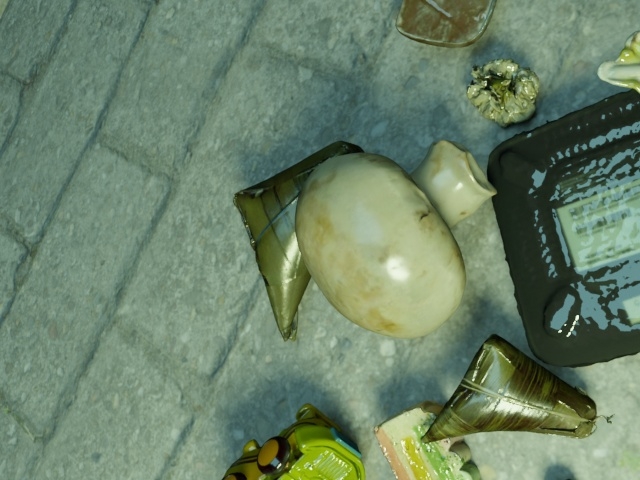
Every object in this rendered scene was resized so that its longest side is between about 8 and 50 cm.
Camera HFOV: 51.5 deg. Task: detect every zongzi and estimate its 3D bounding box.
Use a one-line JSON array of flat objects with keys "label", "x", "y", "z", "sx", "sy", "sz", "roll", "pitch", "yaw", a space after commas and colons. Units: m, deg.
[{"label": "zongzi", "x": 0.000, "y": 0.000, "z": 1.145, "sx": 0.260, "sy": 0.123, "sz": 0.289, "roll": -24, "pitch": 76, "yaw": 23}, {"label": "zongzi", "x": 0.260, "y": 0.250, "z": 0.894, "sx": 0.187, "sy": 0.084, "sz": 0.184, "roll": 33, "pitch": 94, "yaw": 12}]

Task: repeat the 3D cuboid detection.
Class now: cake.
[{"label": "cake", "x": 0.179, "y": 0.347, "z": 0.980, "sx": 0.109, "sy": 0.090, "sz": 0.225, "roll": -30, "pitch": 82, "yaw": 21}]

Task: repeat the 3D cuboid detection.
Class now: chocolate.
[{"label": "chocolate", "x": 0.234, "y": -0.443, "z": 1.124, "sx": 0.157, "sy": 0.080, "sz": 0.254, "roll": 14, "pitch": 87, "yaw": 20}]

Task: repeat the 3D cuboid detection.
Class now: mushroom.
[{"label": "mushroom", "x": 0.120, "y": -0.011, "z": 0.981, "sx": 0.290, "sy": 0.297, "sz": 0.297, "roll": -33, "pitch": 58, "yaw": -10}]

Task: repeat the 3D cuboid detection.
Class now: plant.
[{"label": "plant", "x": 0.274, "y": -0.233, "z": 1.024, "sx": 0.116, "sy": 0.122, "sz": 0.104, "roll": 14, "pitch": 97, "yaw": 27}]

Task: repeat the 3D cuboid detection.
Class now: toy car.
[{"label": "toy car", "x": -0.055, "y": 0.377, "z": 1.045, "sx": 0.248, "sy": 0.200, "sz": 0.142, "roll": -41, "pitch": 28, "yaw": 3}]

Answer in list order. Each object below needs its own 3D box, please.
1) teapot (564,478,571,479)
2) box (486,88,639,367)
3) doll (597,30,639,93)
[{"label": "teapot", "x": 0.324, "y": 0.364, "z": 0.875, "sx": 0.063, "sy": 0.049, "sz": 0.083, "roll": -30, "pitch": 64, "yaw": 23}, {"label": "box", "x": 0.420, "y": -0.028, "z": 0.891, "sx": 0.359, "sy": 0.091, "sz": 0.350, "roll": -21, "pitch": 67, "yaw": 29}, {"label": "doll", "x": 0.507, "y": -0.108, "z": 0.720, "sx": 0.348, "sy": 0.161, "sz": 0.423, "roll": -14, "pitch": 81, "yaw": 0}]
